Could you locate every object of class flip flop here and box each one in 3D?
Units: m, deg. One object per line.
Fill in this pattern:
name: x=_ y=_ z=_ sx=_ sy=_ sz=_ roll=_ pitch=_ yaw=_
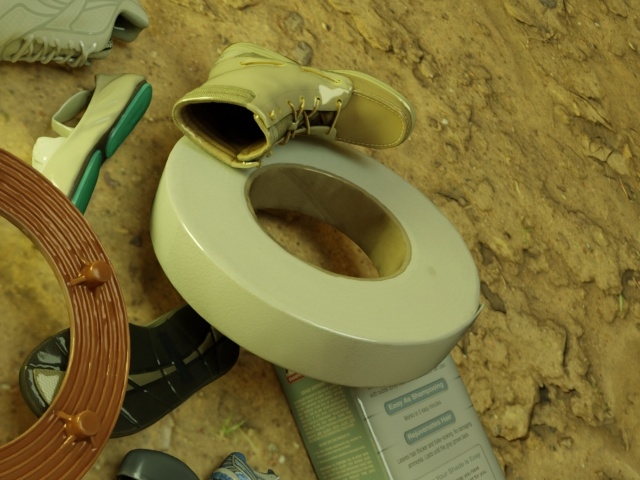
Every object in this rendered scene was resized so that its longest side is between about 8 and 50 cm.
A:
flip flop: x=-0.183 y=0.127 z=0.823 sx=0.112 sy=0.080 sz=0.277 roll=62 pitch=27 yaw=5

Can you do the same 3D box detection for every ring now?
ring: x=-0.283 y=0.056 z=0.639 sx=0.336 sy=0.032 sz=0.337 roll=28 pitch=49 yaw=-37

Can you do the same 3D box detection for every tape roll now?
tape roll: x=0.000 y=0.000 z=0.954 sx=0.391 sy=0.072 sz=0.392 roll=20 pitch=33 yaw=-14

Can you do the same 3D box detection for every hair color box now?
hair color box: x=0.100 y=0.256 z=0.975 sx=0.185 sy=0.113 sz=0.375 roll=-11 pitch=75 yaw=-46

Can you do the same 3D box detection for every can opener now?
can opener: x=-0.077 y=0.292 z=0.816 sx=0.283 sy=0.076 sz=0.095 roll=35 pitch=47 yaw=-25

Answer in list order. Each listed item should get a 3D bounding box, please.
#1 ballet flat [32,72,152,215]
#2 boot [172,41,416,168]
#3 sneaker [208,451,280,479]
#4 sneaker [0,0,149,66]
ballet flat: x=-0.260 y=-0.098 z=0.890 sx=0.086 sy=0.086 sz=0.249 roll=38 pitch=44 yaw=-20
boot: x=-0.024 y=-0.143 z=0.974 sx=0.261 sy=0.095 sz=0.203 roll=21 pitch=31 yaw=1
sneaker: x=-0.054 y=0.271 z=0.870 sx=0.135 sy=0.052 sz=0.058 roll=45 pitch=39 yaw=-14
sneaker: x=-0.298 y=-0.241 z=0.917 sx=0.118 sy=0.110 sz=0.292 roll=58 pitch=42 yaw=-12
